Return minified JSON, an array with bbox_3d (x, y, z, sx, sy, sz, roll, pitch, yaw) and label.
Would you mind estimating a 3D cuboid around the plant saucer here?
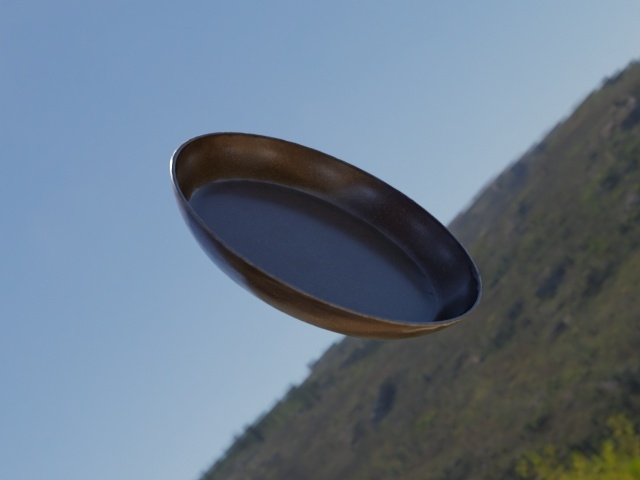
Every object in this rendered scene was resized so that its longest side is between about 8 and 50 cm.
[{"bbox_3d":[0.000,0.000,1.266,0.050,0.310,0.310,-63,-14,24],"label":"plant saucer"}]
